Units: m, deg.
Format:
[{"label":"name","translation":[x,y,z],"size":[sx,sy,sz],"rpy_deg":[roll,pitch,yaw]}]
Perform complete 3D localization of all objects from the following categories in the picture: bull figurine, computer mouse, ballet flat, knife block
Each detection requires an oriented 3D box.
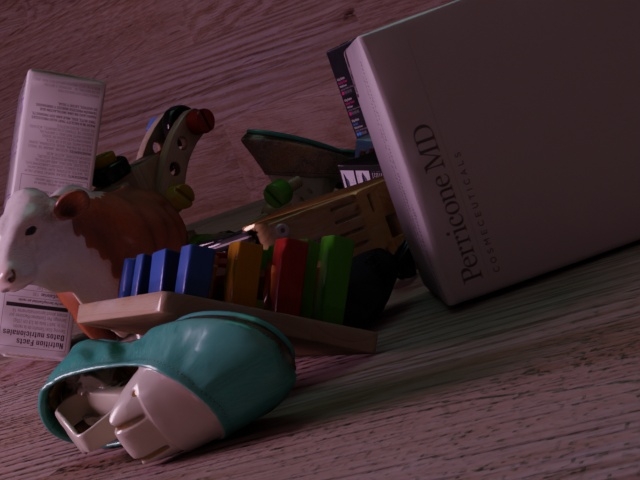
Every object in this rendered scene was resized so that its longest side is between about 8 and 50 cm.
[{"label":"bull figurine","translation":[-0.167,0.031,1.048],"size":[0.101,0.188,0.310],"rpy_deg":[-19,5,12]},{"label":"computer mouse","translation":[0.054,0.036,1.036],"size":[0.071,0.041,0.242],"rpy_deg":[-55,-13,20]},{"label":"ballet flat","translation":[-0.107,0.103,0.790],"size":[0.247,0.083,0.087],"rpy_deg":[-13,33,53]},{"label":"ballet flat","translation":[0.005,-0.094,1.861],"size":[0.107,0.106,0.316],"rpy_deg":[7,1,44]},{"label":"knife block","translation":[0.000,0.000,1.299],"size":[0.275,0.088,0.242],"rpy_deg":[-21,6,-10]}]

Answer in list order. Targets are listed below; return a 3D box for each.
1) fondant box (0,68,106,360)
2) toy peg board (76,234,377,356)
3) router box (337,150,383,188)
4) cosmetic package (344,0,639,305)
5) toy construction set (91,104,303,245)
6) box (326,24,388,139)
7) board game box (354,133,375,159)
[{"label":"fondant box","translation":[-0.342,-0.027,1.545],"size":[0.096,0.330,0.238],"rpy_deg":[9,-3,-16]},{"label":"toy peg board","translation":[-0.065,0.031,0.884],"size":[0.160,0.079,0.161],"rpy_deg":[14,-13,-29]},{"label":"router box","translation":[0.212,-0.097,1.410],"size":[0.308,0.081,0.243],"rpy_deg":[-22,13,-25]},{"label":"cosmetic package","translation":[0.230,-0.115,0.960],"size":[0.385,0.217,0.156],"rpy_deg":[-22,5,-3]},{"label":"toy construction set","translation":[-0.191,-0.026,1.719],"size":[0.308,0.257,0.237],"rpy_deg":[19,33,30]},{"label":"box","translation":[0.149,-0.231,2.130],"size":[0.165,0.270,0.143],"rpy_deg":[-23,6,-28]},{"label":"board game box","translation":[0.172,-0.129,1.830],"size":[0.211,0.039,0.160],"rpy_deg":[7,13,16]}]
